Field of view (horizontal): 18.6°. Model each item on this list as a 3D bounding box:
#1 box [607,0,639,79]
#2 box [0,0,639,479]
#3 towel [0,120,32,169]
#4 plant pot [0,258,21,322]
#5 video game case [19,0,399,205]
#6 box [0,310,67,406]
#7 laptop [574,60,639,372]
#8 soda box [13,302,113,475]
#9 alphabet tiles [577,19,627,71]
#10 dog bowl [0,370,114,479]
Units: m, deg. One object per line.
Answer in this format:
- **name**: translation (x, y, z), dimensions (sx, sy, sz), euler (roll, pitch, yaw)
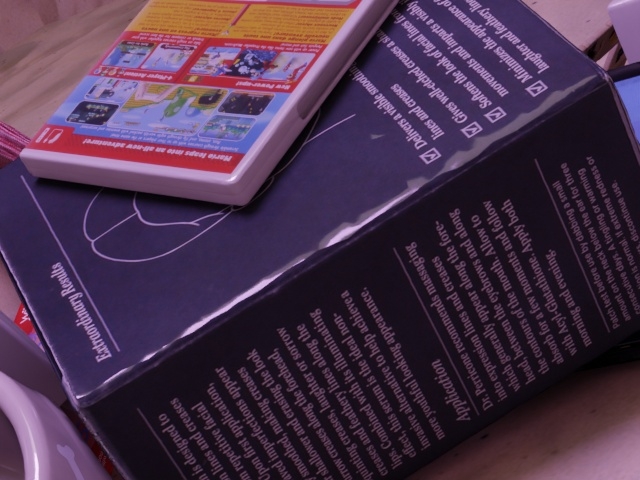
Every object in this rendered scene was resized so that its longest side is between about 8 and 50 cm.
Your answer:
- **box**: translation (0.350, -0.149, 1.542), dimensions (0.181, 0.182, 0.119), euler (-15, 19, 33)
- **box**: translation (0.000, 0.000, 1.364), dimensions (0.395, 0.212, 0.293), euler (-31, 38, -4)
- **towel**: translation (-0.233, -0.021, 1.730), dimensions (0.329, 0.237, 0.037), euler (123, 171, -72)
- **plant pot**: translation (-0.336, 0.106, 1.676), dimensions (0.191, 0.284, 0.284), euler (15, 40, 36)
- **video game case**: translation (-0.057, -0.141, 1.368), dimensions (0.204, 0.025, 0.285), euler (9, 51, 39)
- **box**: translation (-0.262, 0.104, 1.475), dimensions (0.102, 0.101, 0.087), euler (-47, 35, -6)
- **laptop**: translation (0.251, -0.032, 1.416), dimensions (0.234, 0.137, 0.264), euler (-15, 18, 33)
- **soda box**: translation (-0.205, 0.117, 1.570), dimensions (0.092, 0.083, 0.263), euler (-15, 41, 32)
- **alphabet tiles**: translation (0.196, -0.093, 1.664), dimensions (0.237, 0.009, 0.198), euler (-40, -23, -39)
- **dog bowl**: translation (-0.281, 0.221, 1.237), dimensions (0.348, 0.102, 0.349), euler (-17, 46, 19)
